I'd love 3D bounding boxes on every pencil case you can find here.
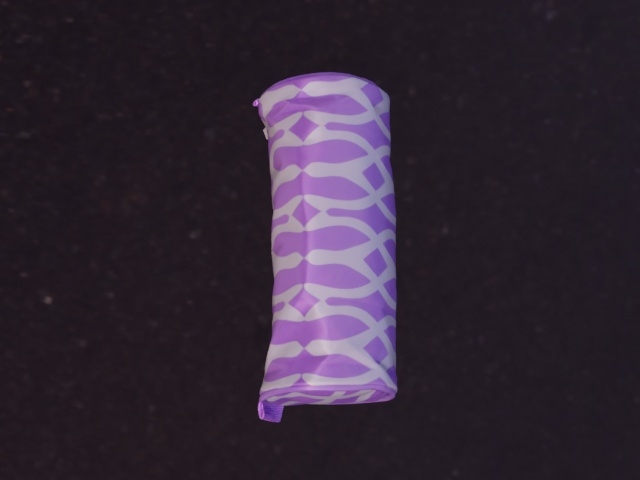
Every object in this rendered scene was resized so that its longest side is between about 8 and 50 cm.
[{"bbox_3d":[0.000,0.000,0.942,0.086,0.088,0.206,28,57,-59],"label":"pencil case"}]
